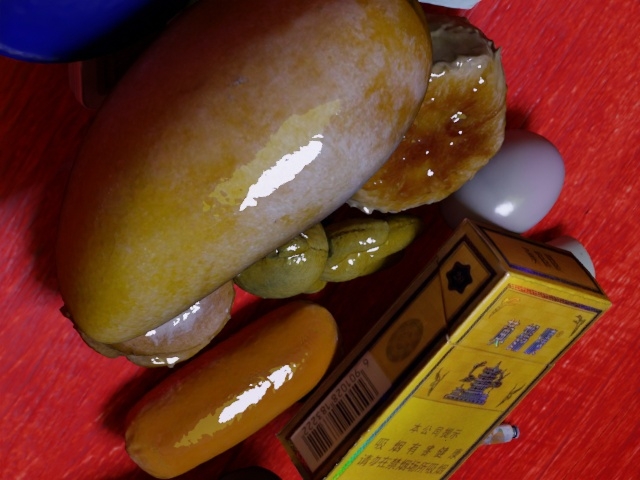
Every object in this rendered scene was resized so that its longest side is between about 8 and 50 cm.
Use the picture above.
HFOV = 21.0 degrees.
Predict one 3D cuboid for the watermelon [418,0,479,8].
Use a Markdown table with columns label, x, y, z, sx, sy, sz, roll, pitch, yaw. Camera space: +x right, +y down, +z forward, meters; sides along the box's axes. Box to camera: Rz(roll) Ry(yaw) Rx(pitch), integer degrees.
| label | x | y | z | sx | sy | sz | roll | pitch | yaw |
| --- | --- | --- | --- | --- | --- | --- | --- | --- | --- |
| watermelon | 0.106 | -0.277 | 1.383 | 0.320 | 0.214 | 0.289 | -37 | 141 | -23 |

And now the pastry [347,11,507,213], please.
| label | x | y | z | sx | sy | sz | roll | pitch | yaw |
| --- | --- | --- | --- | --- | --- | --- | --- | --- | --- |
| pastry | 0.080 | -0.115 | 1.583 | 0.182 | 0.093 | 0.192 | -20 | 141 | -15 |

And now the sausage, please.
| label | x | y | z | sx | sy | sz | roll | pitch | yaw |
| --- | --- | --- | --- | --- | --- | --- | --- | --- | --- |
| sausage | -0.085 | 0.145 | 1.681 | 0.238 | 0.098 | 0.098 | -34 | 137 | -11 |

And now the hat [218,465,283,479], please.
| label | x | y | z | sx | sy | sz | roll | pitch | yaw |
| --- | --- | --- | --- | --- | --- | --- | --- | --- | --- |
| hat | -0.066 | 0.315 | 1.859 | 0.147 | 0.085 | 0.175 | -13 | 110 | -4 |

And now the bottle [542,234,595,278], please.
| label | x | y | z | sx | sy | sz | roll | pitch | yaw |
| --- | --- | --- | --- | --- | --- | --- | --- | --- | --- |
| bottle | 0.188 | 0.059 | 1.823 | 0.201 | 0.072 | 0.072 | -21 | 134 | -21 |

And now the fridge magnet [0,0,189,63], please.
| label | x | y | z | sx | sy | sz | roll | pitch | yaw |
| --- | --- | --- | --- | --- | --- | --- | --- | --- | --- |
| fridge magnet | -0.178 | -0.253 | 1.269 | 0.265 | 0.112 | 0.265 | -19 | 133 | -22 |

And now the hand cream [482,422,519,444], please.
| label | x | y | z | sx | sy | sz | roll | pitch | yaw |
| --- | --- | --- | --- | --- | --- | --- | --- | --- | --- |
| hand cream | 0.183 | 0.226 | 1.996 | 0.102 | 0.022 | 0.035 | -3 | 133 | -30 |

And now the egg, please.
| label | x | y | z | sx | sy | sz | roll | pitch | yaw |
| --- | --- | --- | --- | --- | --- | --- | --- | --- | --- |
| egg | 0.177 | -0.054 | 1.698 | 0.135 | 0.103 | 0.103 | -33 | 137 | -16 |

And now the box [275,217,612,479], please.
| label | x | y | z | sx | sy | sz | roll | pitch | yaw |
| --- | --- | --- | --- | --- | --- | --- | --- | --- | --- |
| box | 0.122 | 0.126 | 1.704 | 0.193 | 0.084 | 0.301 | 15 | 122 | -50 |

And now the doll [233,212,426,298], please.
| label | x | y | z | sx | sy | sz | roll | pitch | yaw |
| --- | --- | --- | --- | --- | --- | --- | --- | --- | --- |
| doll | 0.000 | 0.000 | 1.635 | 0.209 | 0.097 | 0.137 | -7 | 165 | -40 |

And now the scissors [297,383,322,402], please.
| label | x | y | z | sx | sy | sz | roll | pitch | yaw |
| --- | --- | --- | --- | --- | --- | --- | --- | --- | --- |
| scissors | 0.067 | 0.154 | 1.849 | 0.317 | 0.024 | 0.160 | 1 | 125 | -37 |

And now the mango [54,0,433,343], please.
| label | x | y | z | sx | sy | sz | roll | pitch | yaw |
| --- | --- | --- | --- | --- | --- | --- | --- | --- | --- |
| mango | -0.071 | -0.077 | 1.368 | 0.384 | 0.199 | 0.221 | -47 | -179 | 6 |

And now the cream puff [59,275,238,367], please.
| label | x | y | z | sx | sy | sz | roll | pitch | yaw |
| --- | --- | --- | --- | --- | --- | --- | --- | --- | --- |
| cream puff | -0.156 | 0.034 | 1.520 | 0.150 | 0.115 | 0.165 | -45 | 129 | -7 |

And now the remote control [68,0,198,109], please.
| label | x | y | z | sx | sy | sz | roll | pitch | yaw |
| --- | --- | --- | --- | --- | --- | --- | --- | --- | --- |
| remote control | -0.092 | -0.183 | 1.447 | 0.250 | 0.034 | 0.103 | -16 | 132 | -25 |
